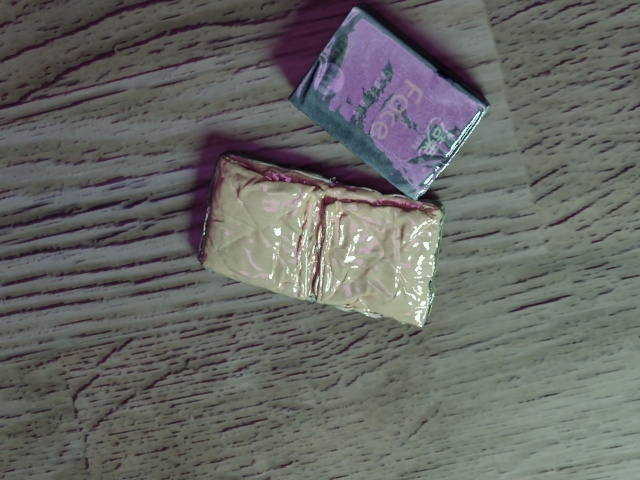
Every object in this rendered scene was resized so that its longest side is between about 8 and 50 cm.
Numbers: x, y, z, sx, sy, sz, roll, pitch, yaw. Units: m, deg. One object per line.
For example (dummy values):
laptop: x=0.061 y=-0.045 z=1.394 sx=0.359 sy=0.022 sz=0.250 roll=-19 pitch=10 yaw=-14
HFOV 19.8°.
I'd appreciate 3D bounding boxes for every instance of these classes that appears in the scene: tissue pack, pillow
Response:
tissue pack: x=0.063 y=-0.127 z=1.677 sx=0.156 sy=0.051 sz=0.112 roll=38 pitch=107 yaw=4
pillow: x=0.000 y=0.000 z=1.726 sx=0.232 sy=0.043 sz=0.126 roll=15 pitch=110 yaw=8
